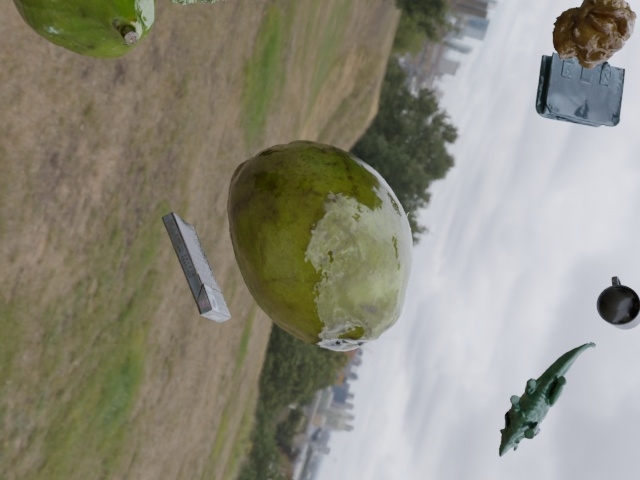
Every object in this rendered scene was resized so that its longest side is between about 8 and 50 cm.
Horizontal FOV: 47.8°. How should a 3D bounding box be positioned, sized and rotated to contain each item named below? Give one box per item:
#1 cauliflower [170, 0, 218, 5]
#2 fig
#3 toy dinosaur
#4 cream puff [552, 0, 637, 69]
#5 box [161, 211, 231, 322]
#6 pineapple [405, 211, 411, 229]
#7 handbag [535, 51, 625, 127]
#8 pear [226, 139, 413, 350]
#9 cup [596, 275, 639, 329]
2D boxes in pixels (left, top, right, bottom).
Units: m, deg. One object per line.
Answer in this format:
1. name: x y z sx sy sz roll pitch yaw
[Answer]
1. cauliflower: -0.304 -0.705 1.720 0.260 0.327 0.281 65 -11 -7
2. fig: -0.376 -0.380 1.186 0.233 0.233 0.314 94 -29 -70
3. toy dinosaur: 0.439 0.310 1.444 0.292 0.079 0.120 -57 156 6
4. cream puff: 0.398 -0.313 1.059 0.116 0.094 0.122 -55 -174 -10
5. box: -0.368 0.083 2.151 0.325 0.047 0.180 64 3 17
6. pineapple: 0.174 -0.028 1.879 0.069 0.116 0.137 93 -1 -63
7. handbag: 0.671 -0.392 1.865 0.062 0.229 0.179 -169 -95 -72
8. pear: 0.000 0.000 1.320 0.352 0.413 0.352 -31 170 -6
9. cup: 0.573 0.119 1.378 0.077 0.078 0.100 28 56 -55
